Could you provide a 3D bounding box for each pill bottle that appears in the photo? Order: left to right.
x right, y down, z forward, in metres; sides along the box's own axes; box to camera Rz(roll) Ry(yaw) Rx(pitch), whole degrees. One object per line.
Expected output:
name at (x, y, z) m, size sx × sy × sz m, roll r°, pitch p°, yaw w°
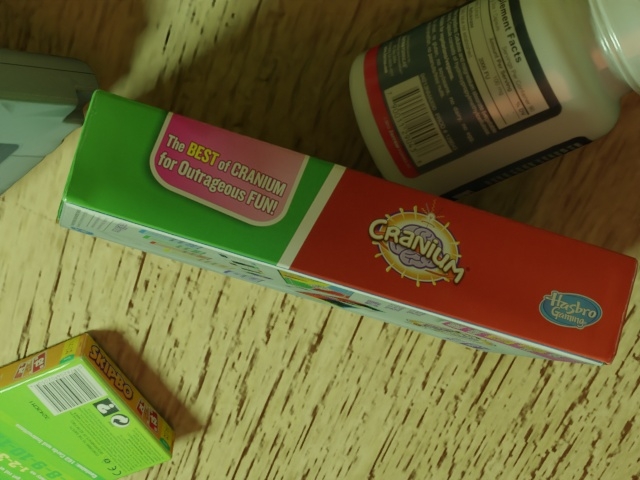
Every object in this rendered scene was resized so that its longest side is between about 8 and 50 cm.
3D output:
pill bottle at (0.119, -0.098, 0.925) m, size 0.180 × 0.108 × 0.108 m, roll -23°, pitch 125°, yaw 22°

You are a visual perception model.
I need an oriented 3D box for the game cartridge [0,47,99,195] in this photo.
game cartridge at (-0.302, -0.030, 0.977) m, size 0.297 × 0.062 × 0.198 m, roll -35°, pitch 158°, yaw 28°

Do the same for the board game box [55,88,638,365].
board game box at (0.000, 0.000, 0.948) m, size 0.317 × 0.242 × 0.064 m, roll 17°, pitch 85°, yaw -10°

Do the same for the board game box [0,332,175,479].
board game box at (-0.255, 0.164, 1.222) m, size 0.259 × 0.039 × 0.124 m, roll -24°, pitch 124°, yaw 19°
